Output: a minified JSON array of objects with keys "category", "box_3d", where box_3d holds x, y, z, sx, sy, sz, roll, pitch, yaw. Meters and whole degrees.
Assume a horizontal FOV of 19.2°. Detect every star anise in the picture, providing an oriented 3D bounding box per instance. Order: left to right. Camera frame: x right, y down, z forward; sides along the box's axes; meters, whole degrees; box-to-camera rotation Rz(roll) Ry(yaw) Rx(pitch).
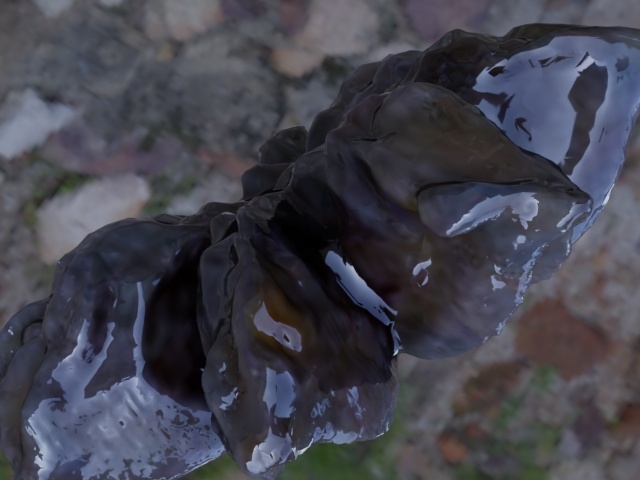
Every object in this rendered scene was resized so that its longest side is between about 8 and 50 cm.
[{"category":"star anise","box_3d":[0.005,0.002,0.509,0.212,0.197,0.073,-37,105,-28]}]
